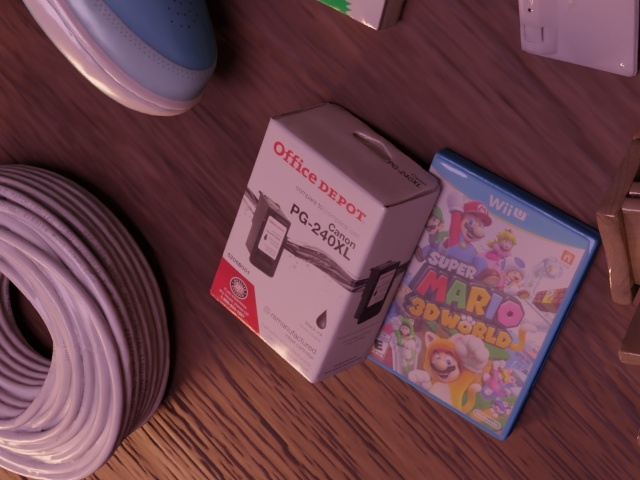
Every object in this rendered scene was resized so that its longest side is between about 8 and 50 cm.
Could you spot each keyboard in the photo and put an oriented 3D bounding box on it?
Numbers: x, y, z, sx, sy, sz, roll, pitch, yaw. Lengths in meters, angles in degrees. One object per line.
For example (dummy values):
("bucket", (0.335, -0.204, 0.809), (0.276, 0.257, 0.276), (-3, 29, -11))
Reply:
("keyboard", (0.133, -0.189, 0.688), (0.072, 0.014, 0.256), (13, 143, 23))

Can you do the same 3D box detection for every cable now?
("cable", (-0.237, 0.066, 1.055), (0.257, 0.089, 0.257), (-8, 105, 35))

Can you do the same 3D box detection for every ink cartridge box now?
("ink cartridge box", (0.000, 0.000, 0.878), (0.109, 0.063, 0.150), (39, 126, 27))

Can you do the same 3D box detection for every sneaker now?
("sneaker", (-0.108, -0.248, 0.823), (0.208, 0.127, 0.319), (-20, 97, 38))

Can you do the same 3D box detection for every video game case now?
("video game case", (0.101, 0.038, 0.866), (0.119, 0.015, 0.166), (31, 122, 20))

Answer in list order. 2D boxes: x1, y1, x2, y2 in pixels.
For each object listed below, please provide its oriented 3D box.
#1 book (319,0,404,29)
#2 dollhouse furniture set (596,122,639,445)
("book", (0.022, -0.216, 0.811), (0.096, 0.035, 0.144), (30, 124, 25))
("dollhouse furniture set", (0.243, 0.018, 0.717), (0.129, 0.129, 0.183), (8, 137, 30))
